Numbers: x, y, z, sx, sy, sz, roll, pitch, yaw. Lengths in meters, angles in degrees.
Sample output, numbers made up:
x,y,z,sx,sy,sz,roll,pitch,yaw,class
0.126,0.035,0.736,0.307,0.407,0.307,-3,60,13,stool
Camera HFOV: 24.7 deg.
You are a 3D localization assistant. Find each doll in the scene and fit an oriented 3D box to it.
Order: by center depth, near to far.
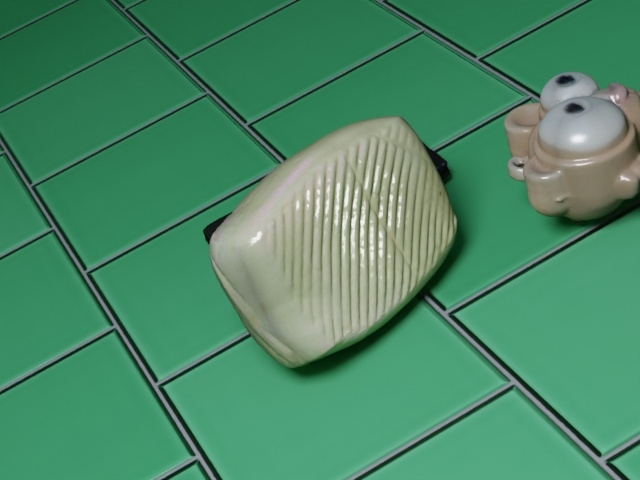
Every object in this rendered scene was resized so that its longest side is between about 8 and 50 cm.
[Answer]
x,y,z,sx,sy,sz,roll,pitch,yaw,class
0.303,-0.107,1.337,0.278,0.119,0.154,-22,34,-8,doll

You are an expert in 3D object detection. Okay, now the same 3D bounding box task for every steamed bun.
x,y,z,sx,sy,sz,roll,pitch,yaw,class
0.000,0.000,1.323,0.239,0.170,0.152,-39,17,-28,steamed bun

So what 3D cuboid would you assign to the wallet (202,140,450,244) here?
x,y,z,sx,sy,sz,roll,pitch,yaw,class
0.005,-0.037,1.493,0.244,0.025,0.124,-29,33,-8,wallet
